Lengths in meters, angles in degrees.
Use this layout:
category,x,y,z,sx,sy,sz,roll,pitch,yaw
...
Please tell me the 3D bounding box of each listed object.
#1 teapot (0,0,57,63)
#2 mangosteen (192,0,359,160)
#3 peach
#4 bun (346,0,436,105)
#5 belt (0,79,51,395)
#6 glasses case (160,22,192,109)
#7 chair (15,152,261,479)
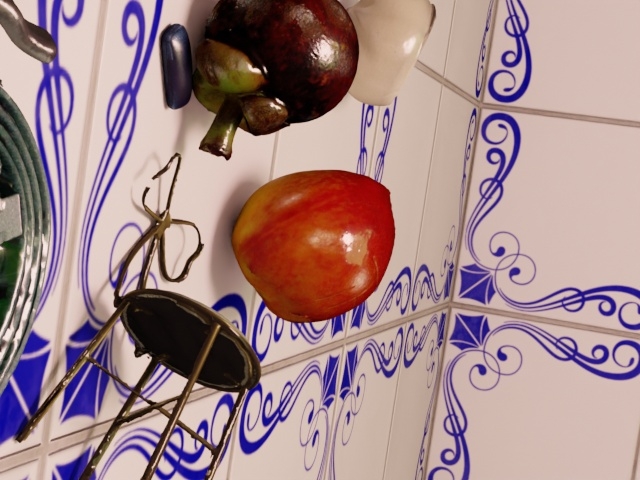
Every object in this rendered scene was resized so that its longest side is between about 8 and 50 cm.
category,x,y,z,sx,sy,sz,roll,pitch,yaw
teapot,-0.143,-0.289,0.745,0.285,0.305,0.223,16,52,-44
mangosteen,-0.049,-0.183,1.188,0.184,0.172,0.172,-43,141,-49
peach,0.000,0.000,1.370,0.197,0.197,0.197,9,90,-74
bun,0.081,-0.279,1.647,0.172,0.120,0.173,-63,-175,11
belt,-0.254,0.025,0.676,0.206,0.116,0.267,63,37,-59
glasses case,-0.136,-0.166,1.137,0.033,0.023,0.083,-60,153,-55
chair,-0.131,0.090,1.076,0.160,0.170,0.325,76,34,-50
